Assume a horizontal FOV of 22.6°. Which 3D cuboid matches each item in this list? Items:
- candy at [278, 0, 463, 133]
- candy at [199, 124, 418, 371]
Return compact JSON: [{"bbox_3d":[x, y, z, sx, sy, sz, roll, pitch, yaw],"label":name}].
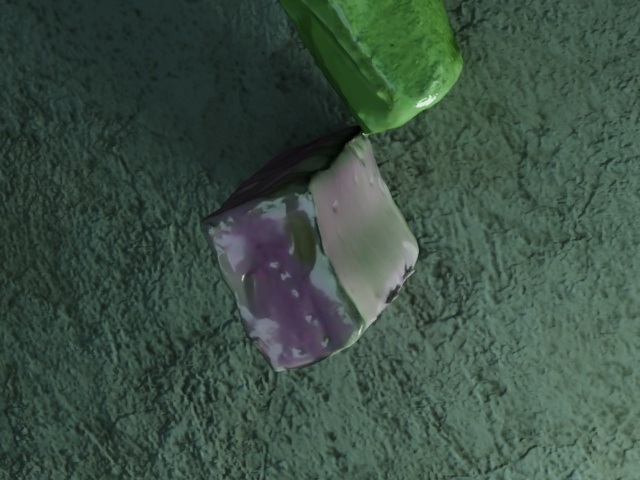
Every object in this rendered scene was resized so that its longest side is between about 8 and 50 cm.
[{"bbox_3d":[-0.001,-0.261,1.428,0.142,0.132,0.343,-24,101,43],"label":"candy"},{"bbox_3d":[0.000,0.000,1.447,0.116,0.265,0.155,-19,101,17],"label":"candy"}]
